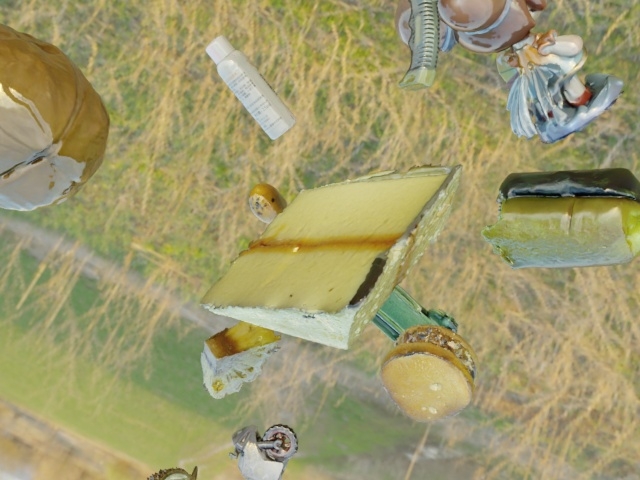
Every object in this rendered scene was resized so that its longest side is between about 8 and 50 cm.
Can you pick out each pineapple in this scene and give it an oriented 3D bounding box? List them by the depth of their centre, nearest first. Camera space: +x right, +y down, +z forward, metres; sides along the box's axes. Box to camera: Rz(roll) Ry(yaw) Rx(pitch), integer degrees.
[{"bbox_3d":[-0.212,0.287,1.996,0.114,0.236,0.186,39,177,38],"label":"pineapple"}]

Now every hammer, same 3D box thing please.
[{"bbox_3d":[0.169,-0.363,1.335,0.041,0.226,0.159,5,178,-38],"label":"hammer"}]

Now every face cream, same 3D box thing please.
[{"bbox_3d":[-0.167,-0.364,1.915,0.269,0.082,0.082,51,150,-13],"label":"face cream"}]

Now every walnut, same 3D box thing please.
[{"bbox_3d":[-0.584,-0.240,1.522,0.398,0.308,0.354,35,163,34],"label":"walnut"}]

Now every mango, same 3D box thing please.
[{"bbox_3d":[-0.152,-0.104,2.426,0.090,0.115,0.178,-12,158,18],"label":"mango"}]

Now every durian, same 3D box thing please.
[{"bbox_3d":[-0.296,0.496,1.530,0.091,0.188,0.148,-4,123,43],"label":"durian"}]

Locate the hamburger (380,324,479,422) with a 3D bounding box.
[{"bbox_3d":[0.208,0.240,1.540,0.182,0.118,0.191,-1,125,17],"label":"hamburger"}]

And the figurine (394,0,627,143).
[{"bbox_3d":[0.351,-0.362,1.513,0.388,0.248,0.277,49,161,-13],"label":"figurine"}]

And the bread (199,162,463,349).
[{"bbox_3d":[0.000,0.000,1.444,0.405,0.345,0.242,20,157,19],"label":"bread"}]

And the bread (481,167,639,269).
[{"bbox_3d":[0.583,-0.041,1.921,0.376,0.208,0.251,-2,143,31],"label":"bread"}]

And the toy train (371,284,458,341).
[{"bbox_3d":[0.163,0.159,1.907,0.369,0.150,0.237,42,176,-6],"label":"toy train"}]

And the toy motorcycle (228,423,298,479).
[{"bbox_3d":[-0.122,0.426,1.464,0.122,0.215,0.080,19,-178,9],"label":"toy motorcycle"}]
